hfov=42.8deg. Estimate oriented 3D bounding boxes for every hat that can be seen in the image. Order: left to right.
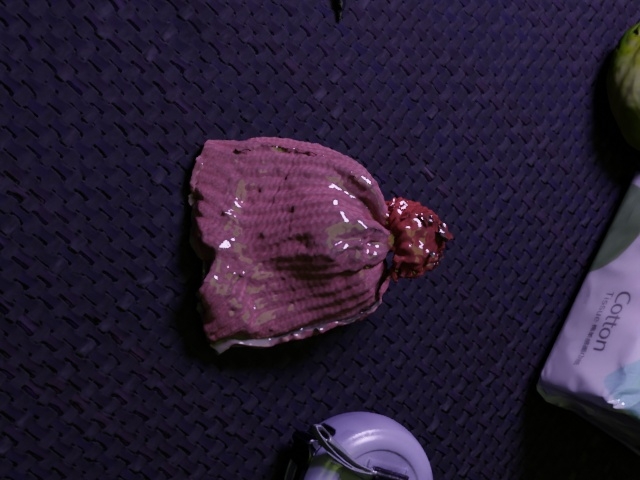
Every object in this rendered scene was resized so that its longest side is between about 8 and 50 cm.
[{"bbox_3d":[0.000,0.000,0.906,0.287,0.107,0.236,-4,94,-1],"label":"hat"}]

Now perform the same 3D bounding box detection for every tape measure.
[{"bbox_3d":[0.042,0.288,0.937,0.196,0.105,0.178,14,85,-23],"label":"tape measure"}]

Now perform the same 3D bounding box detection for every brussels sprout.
[{"bbox_3d":[0.491,-0.211,1.109,0.223,0.161,0.223,0,85,-2],"label":"brussels sprout"}]

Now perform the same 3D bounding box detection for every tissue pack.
[{"bbox_3d":[0.488,0.112,1.089,0.266,0.194,0.356,33,77,-21],"label":"tissue pack"}]

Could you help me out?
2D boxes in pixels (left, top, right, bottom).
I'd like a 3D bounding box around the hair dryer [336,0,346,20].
[{"bbox_3d":[0.035,-0.303,0.967,0.079,0.031,0.083,-4,107,-33],"label":"hair dryer"}]
